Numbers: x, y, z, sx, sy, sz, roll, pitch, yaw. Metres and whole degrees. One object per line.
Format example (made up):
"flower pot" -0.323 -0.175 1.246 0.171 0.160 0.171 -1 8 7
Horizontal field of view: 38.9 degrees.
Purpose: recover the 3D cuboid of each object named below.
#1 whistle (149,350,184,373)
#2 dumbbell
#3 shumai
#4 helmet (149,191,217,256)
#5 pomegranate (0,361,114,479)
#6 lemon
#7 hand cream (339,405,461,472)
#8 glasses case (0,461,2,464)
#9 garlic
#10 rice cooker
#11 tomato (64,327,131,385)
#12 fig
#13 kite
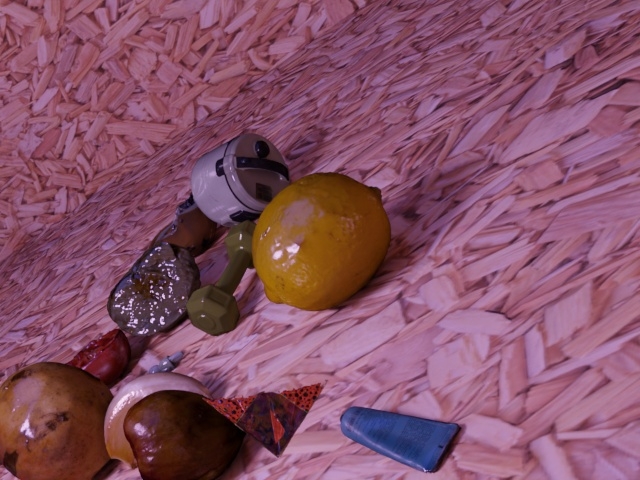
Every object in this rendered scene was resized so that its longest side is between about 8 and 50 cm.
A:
"whistle" -0.353 0.285 2.066 0.100 0.035 0.035 -38 23 4
"dumbbell" -0.205 0.084 2.098 0.108 0.121 0.302 -60 2 47
"shumai" -0.411 0.130 2.311 0.256 0.189 0.218 -44 1 -5
"helmet" -0.369 -0.025 2.532 0.224 0.130 0.198 -44 13 33
"pomegranate" -0.555 0.388 1.912 0.281 0.281 0.281 -34 24 17
"lemon" -0.002 0.002 1.746 0.284 0.260 0.260 -32 24 19
"hand cream" 0.107 0.283 1.335 0.224 0.048 0.083 4 50 52
"glasses case" -0.784 0.499 2.315 0.323 0.074 0.131 -23 30 38
"garlic" -0.328 0.346 1.829 0.245 0.145 0.164 -36 55 10
"rice cooker" -0.208 -0.160 2.423 0.244 0.226 0.226 -24 28 39
"tomato" -0.555 0.315 2.260 0.228 0.101 0.228 -33 16 11
"fig" -0.197 0.337 1.568 0.290 0.190 0.190 -14 31 19
"kite" -0.083 0.309 1.541 0.008 0.222 0.125 104 157 -57
